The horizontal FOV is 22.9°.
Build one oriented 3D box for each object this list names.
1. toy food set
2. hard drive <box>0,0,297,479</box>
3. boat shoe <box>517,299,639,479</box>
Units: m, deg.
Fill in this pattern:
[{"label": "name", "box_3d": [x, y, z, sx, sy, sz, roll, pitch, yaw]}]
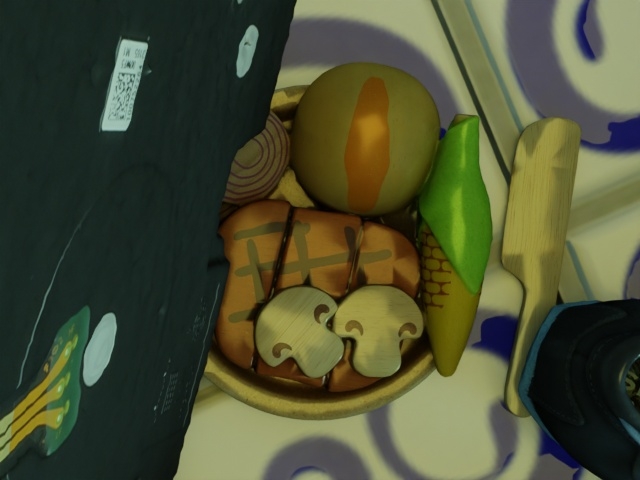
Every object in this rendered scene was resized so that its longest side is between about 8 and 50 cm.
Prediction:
[{"label": "toy food set", "box_3d": [0.000, 0.000, 0.574, 0.192, 0.038, 0.132, 6, 90, -6]}, {"label": "hard drive", "box_3d": [-0.101, 0.026, 0.403, 0.064, 0.339, 0.237, 16, 98, 11]}, {"label": "boat shoe", "box_3d": [0.197, 0.095, 0.569, 0.258, 0.089, 0.109, 14, 87, -10]}]
